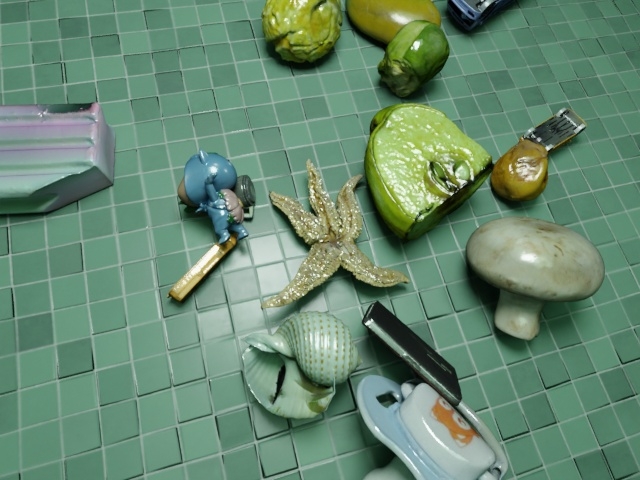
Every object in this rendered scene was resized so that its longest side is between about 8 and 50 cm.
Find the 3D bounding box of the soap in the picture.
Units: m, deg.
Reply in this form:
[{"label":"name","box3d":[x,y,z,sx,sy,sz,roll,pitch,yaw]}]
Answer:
[{"label":"soap","box3d":[-0.577,-0.152,0.824,0.323,0.109,0.193,-4,70,-10]}]

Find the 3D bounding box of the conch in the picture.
[{"label":"conch","box3d":[-0.028,0.205,0.758,0.199,0.131,0.173,9,93,25]}]

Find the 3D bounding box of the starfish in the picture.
[{"label":"starfish","box3d":[-0.001,-0.021,0.868,0.301,0.084,0.294,-10,68,-15]}]

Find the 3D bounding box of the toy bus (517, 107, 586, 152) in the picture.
[{"label":"toy bus","box3d":[0.541,-0.243,1.023,0.162,0.074,0.070,-31,69,-14]}]

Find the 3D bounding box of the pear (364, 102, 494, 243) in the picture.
[{"label":"pear","box3d":[0.175,-0.147,0.896,0.238,0.164,0.255,-38,76,-15]}]

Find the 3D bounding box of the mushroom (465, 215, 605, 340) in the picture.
[{"label":"mushroom","box3d":[0.395,0.072,0.838,0.243,0.243,0.244,2,70,-7]}]

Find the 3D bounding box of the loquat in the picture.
[{"label":"loquat","box3d":[0.441,-0.151,0.949,0.112,0.137,0.137,23,69,6]}]

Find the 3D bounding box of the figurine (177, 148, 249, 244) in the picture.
[{"label":"figurine","box3d":[-0.212,-0.073,0.820,0.144,0.114,0.178,-27,83,24]}]

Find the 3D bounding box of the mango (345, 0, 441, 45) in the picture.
[{"label":"mango","box3d":[0.175,-0.559,1.068,0.250,0.114,0.157,24,72,1]}]

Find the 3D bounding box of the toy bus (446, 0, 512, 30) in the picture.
[{"label":"toy bus","box3d":[0.433,-0.651,1.128,0.292,0.133,0.126,-38,84,-21]}]

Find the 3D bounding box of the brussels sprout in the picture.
[{"label":"brussels sprout","box3d":[0.213,-0.413,0.981,0.131,0.183,0.146,36,90,2]}]

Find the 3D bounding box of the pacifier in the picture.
[{"label":"pacifier","box3d":[0.154,0.368,0.709,0.233,0.244,0.299,-51,58,10]}]

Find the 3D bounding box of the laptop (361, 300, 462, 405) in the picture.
[{"label":"laptop","box3d":[0.165,0.193,0.781,0.207,0.154,0.026,41,99,8]}]

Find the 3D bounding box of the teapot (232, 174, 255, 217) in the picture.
[{"label":"teapot","box3d":[-0.164,-0.087,0.886,0.056,0.066,0.088,-10,94,9]}]

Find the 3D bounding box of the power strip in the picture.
[{"label":"power strip","box3d":[-0.219,0.049,0.829,0.028,0.049,0.178,40,70,1]}]

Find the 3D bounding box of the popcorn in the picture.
[{"label":"popcorn","box3d":[-0.043,-0.513,1.005,0.197,0.198,0.213,-3,44,-8]}]
